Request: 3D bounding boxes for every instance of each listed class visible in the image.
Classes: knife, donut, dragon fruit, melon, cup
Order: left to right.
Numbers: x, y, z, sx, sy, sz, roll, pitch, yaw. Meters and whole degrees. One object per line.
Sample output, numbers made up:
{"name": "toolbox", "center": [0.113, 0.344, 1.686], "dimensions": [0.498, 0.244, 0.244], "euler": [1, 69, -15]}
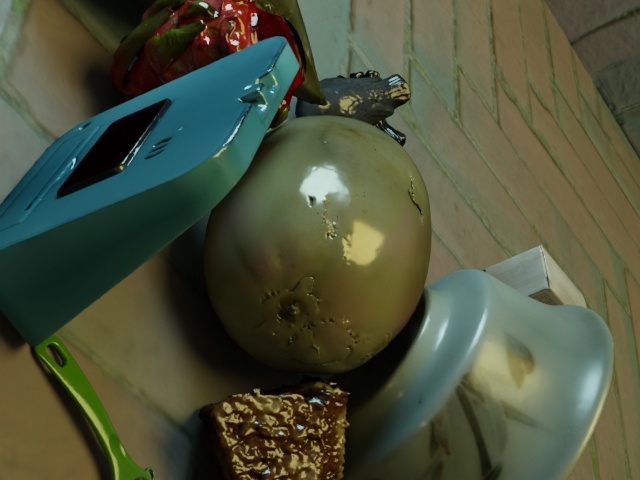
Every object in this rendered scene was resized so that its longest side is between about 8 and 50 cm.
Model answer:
{"name": "knife", "center": [-0.178, 0.146, 0.902], "dimensions": [0.166, 0.022, 0.078], "euler": [65, 21, -8]}
{"name": "dragon fruit", "center": [-0.112, -0.150, 1.076], "dimensions": [0.166, 0.172, 0.160], "euler": [47, 41, -44]}
{"name": "donut", "center": [-0.040, 0.188, 1.040], "dimensions": [0.186, 0.144, 0.126], "euler": [139, -59, -72]}
{"name": "melon", "center": [0.000, 0.000, 1.121], "dimensions": [0.223, 0.223, 0.317], "euler": [57, 21, -21]}
{"name": "cup", "center": [0.115, 0.162, 1.153], "dimensions": [0.163, 0.347, 0.347], "euler": [38, 34, -13]}

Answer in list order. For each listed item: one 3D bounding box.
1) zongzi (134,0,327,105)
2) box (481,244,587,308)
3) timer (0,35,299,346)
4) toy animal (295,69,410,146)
{"name": "zongzi", "center": [-0.127, -0.364, 1.223], "dimensions": [0.393, 0.174, 0.356], "euler": [34, 38, -50]}
{"name": "box", "center": [0.249, 0.103, 1.545], "dimensions": [0.135, 0.199, 0.081], "euler": [44, 33, -41]}
{"name": "timer", "center": [-0.130, -0.046, 0.881], "dimensions": [0.091, 0.250, 0.232], "euler": [56, 29, -21]}
{"name": "toy animal", "center": [0.049, -0.170, 1.473], "dimensions": [0.210, 0.117, 0.121], "euler": [-19, 94, -66]}
